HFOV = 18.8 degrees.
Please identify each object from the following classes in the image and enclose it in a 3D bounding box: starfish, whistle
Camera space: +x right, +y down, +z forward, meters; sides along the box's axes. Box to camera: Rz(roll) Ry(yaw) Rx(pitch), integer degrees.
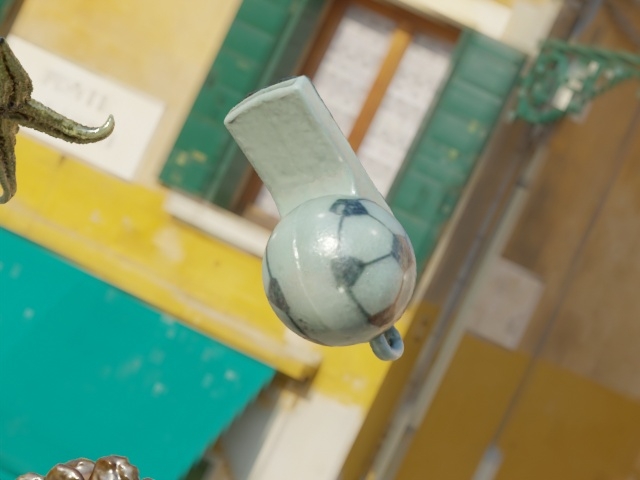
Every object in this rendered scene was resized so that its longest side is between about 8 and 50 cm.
[{"bbox_3d":[-0.282,-0.103,1.610,0.223,0.216,0.050,90,-14,-52],"label":"starfish"},{"bbox_3d":[0.000,0.000,1.864,0.290,0.163,0.163,57,-10,-17],"label":"whistle"}]

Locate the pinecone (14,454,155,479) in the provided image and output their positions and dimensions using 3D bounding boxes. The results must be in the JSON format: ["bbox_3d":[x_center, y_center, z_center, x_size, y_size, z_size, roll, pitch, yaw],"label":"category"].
[{"bbox_3d":[-0.249,0.369,2.180,0.244,0.244,0.309,26,-10,18],"label":"pinecone"}]
